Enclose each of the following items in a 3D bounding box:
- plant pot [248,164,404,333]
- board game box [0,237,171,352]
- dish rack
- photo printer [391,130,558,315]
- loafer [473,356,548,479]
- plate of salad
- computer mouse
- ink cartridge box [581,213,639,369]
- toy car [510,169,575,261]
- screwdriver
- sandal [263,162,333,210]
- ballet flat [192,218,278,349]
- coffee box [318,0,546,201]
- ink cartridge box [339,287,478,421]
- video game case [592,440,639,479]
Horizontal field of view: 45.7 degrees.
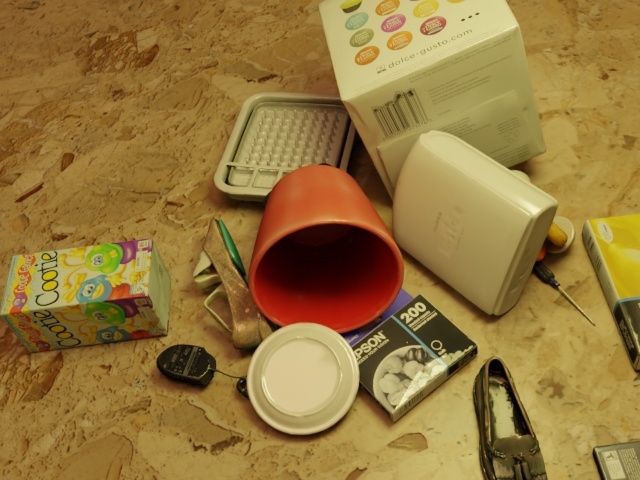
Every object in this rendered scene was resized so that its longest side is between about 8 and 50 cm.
[{"bbox_3d":[0.000,0.000,1.421,0.275,0.274,0.243,-9,38,0],"label":"plant pot"},{"bbox_3d":[-0.443,0.107,1.462,0.276,0.144,0.142,-7,51,3],"label":"board game box"},{"bbox_3d":[-0.064,-0.200,1.707,0.286,0.072,0.332,4,52,13],"label":"dish rack"},{"bbox_3d":[0.264,-0.044,1.417,0.107,0.256,0.307,-22,49,-36],"label":"photo printer"},{"bbox_3d":[0.300,0.313,1.224,0.096,0.084,0.267,-10,50,0],"label":"loafer"},{"bbox_3d":[-0.030,0.243,1.339,0.200,0.048,0.199,-4,66,8],"label":"plate of salad"},{"bbox_3d":[-0.184,0.245,1.387,0.242,0.041,0.071,14,52,10],"label":"computer mouse"},{"bbox_3d":[0.675,0.072,1.382,0.308,0.072,0.303,-9,50,3],"label":"ink cartridge box"},{"bbox_3d":[0.391,-0.035,1.473,0.136,0.159,0.182,-43,46,18],"label":"toy car"},{"bbox_3d":[0.458,0.094,1.423,0.025,0.024,0.170,-47,57,7],"label":"screwdriver"},{"bbox_3d":[-0.048,-0.116,1.561,0.179,0.040,0.067,-35,54,-21],"label":"sandal"},{"bbox_3d":[-0.186,0.082,1.475,0.106,0.107,0.316,-28,51,-5],"label":"ballet flat"},{"bbox_3d":[0.227,-0.337,1.556,0.338,0.338,0.334,-21,48,12],"label":"coffee box"},{"bbox_3d":[0.139,0.190,1.376,0.206,0.045,0.208,-35,53,-19],"label":"ink cartridge box"},{"bbox_3d":[0.584,0.392,1.160,0.275,0.026,0.196,-8,50,1],"label":"video game case"}]
